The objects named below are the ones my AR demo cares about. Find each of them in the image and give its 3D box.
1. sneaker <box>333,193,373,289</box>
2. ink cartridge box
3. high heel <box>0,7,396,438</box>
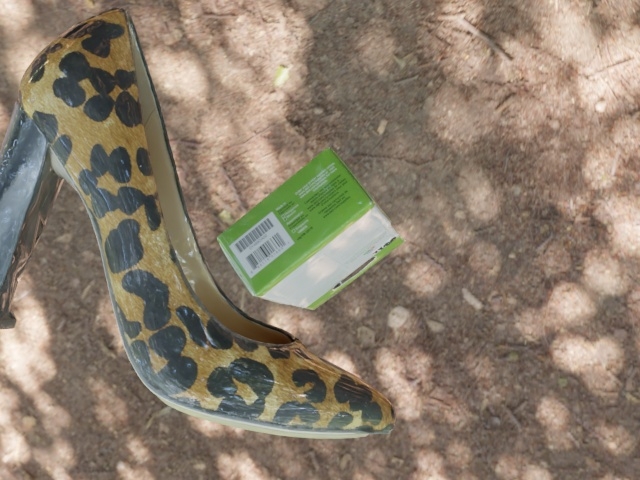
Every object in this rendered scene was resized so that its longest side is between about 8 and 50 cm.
[{"bbox_3d":[0.020,0.013,1.165,0.226,0.086,0.164,-13,97,48],"label":"sneaker"},{"bbox_3d":[0.000,0.000,0.983,0.188,0.255,0.097,-38,72,6],"label":"ink cartridge box"},{"bbox_3d":[-0.053,-0.006,0.391,0.261,0.093,0.186,22,86,-7],"label":"high heel"}]
